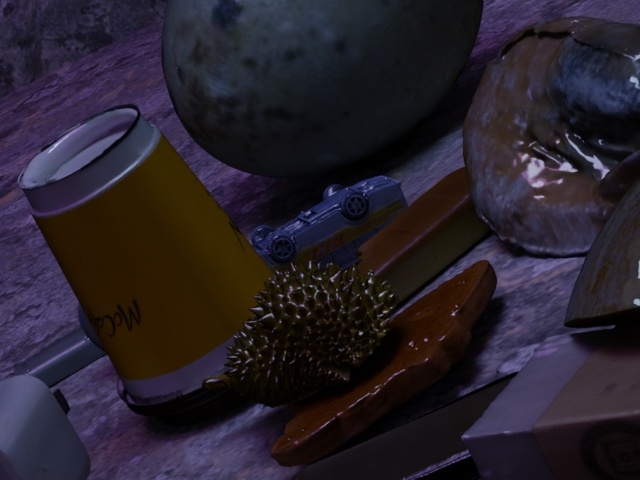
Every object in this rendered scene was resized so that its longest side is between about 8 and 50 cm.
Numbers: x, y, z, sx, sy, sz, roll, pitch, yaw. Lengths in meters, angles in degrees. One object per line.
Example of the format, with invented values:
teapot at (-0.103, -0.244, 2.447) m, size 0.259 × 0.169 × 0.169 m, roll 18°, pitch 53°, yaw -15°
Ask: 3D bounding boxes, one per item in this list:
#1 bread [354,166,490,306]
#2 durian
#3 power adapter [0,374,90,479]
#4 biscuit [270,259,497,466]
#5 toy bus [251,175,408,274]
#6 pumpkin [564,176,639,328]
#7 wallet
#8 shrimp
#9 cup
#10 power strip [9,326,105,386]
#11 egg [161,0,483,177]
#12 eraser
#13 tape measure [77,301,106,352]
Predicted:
bread at (0.094, 0.002, 1.898) m, size 0.226 × 0.049 × 0.088 m, roll -38°, pitch 21°, yaw -26°
durian at (-0.028, 0.076, 1.702) m, size 0.208 × 0.102 × 0.146 m, roll -29°, pitch 17°, yaw 34°
power adapter at (-0.286, 0.197, 1.792) m, size 0.130 × 0.125 × 0.205 m, roll -23°, pitch 17°, yaw 19°
biscuit at (0.059, 0.104, 1.674) m, size 0.280 × 0.043 × 0.183 m, roll -37°, pitch 15°, yaw -36°
toy bus at (0.000, 0.000, 1.999) m, size 0.190 × 0.075 × 0.064 m, roll -31°, pitch 19°, yaw -13°
pumpkin at (0.277, 0.001, 1.426) m, size 0.217 × 0.110 × 0.217 m, roll -4°, pitch -10°, yaw -1°
wallet at (0.071, 0.167, 1.503) m, size 0.198 × 0.031 × 0.110 m, roll -25°, pitch 19°, yaw 11°
shrimp at (0.271, -0.086, 1.725) m, size 0.445 × 0.110 × 0.221 m, roll 10°, pitch 83°, yaw 54°
cup at (-0.150, 0.024, 1.836) m, size 0.196 × 0.280 × 0.196 m, roll -26°, pitch 23°, yaw 12°
power strip at (-0.220, 0.090, 2.151) m, size 0.252 × 0.027 × 0.060 m, roll -31°, pitch 17°, yaw -9°
egg at (-0.004, -0.258, 2.282) m, size 0.428 × 0.345 × 0.345 m, roll -46°, pitch 24°, yaw -25°
eraser at (0.266, 0.105, 1.312) m, size 0.343 × 0.078 × 0.144 m, roll -12°, pitch 23°, yaw 42°
tape measure at (-0.166, 0.045, 2.066) m, size 0.104 × 0.107 × 0.180 m, roll -14°, pitch 25°, yaw 47°
